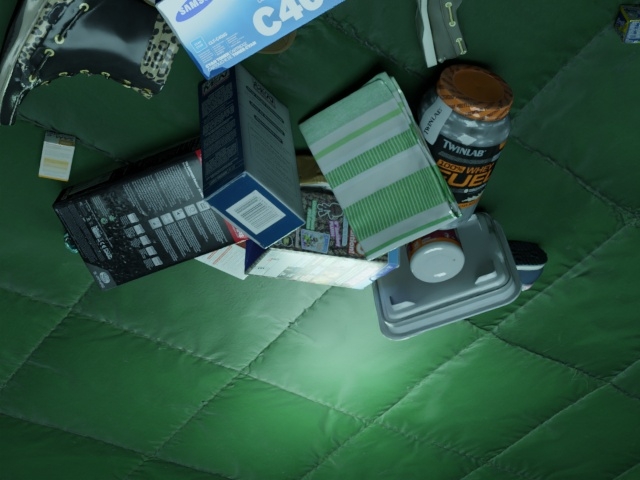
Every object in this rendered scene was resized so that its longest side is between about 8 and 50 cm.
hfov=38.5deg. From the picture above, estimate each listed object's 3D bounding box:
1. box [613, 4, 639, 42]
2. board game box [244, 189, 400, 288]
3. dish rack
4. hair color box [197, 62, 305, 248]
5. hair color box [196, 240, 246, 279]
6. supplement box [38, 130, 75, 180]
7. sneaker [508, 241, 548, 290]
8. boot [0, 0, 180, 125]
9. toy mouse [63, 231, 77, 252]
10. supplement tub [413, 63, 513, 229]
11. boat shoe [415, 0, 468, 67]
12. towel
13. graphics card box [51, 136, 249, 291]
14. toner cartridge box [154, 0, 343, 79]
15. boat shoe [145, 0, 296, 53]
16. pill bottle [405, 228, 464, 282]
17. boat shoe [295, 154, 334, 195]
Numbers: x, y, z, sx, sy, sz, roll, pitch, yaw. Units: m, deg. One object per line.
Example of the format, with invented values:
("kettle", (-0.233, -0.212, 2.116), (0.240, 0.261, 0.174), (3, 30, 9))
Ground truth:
("box", (0.674, -0.428, 1.812), (0.169, 0.059, 0.054), (-1, 137, -7))
("board game box", (0.000, 0.000, 2.023), (0.291, 0.141, 0.232), (8, 162, -17))
("dish rack", (0.269, 0.063, 2.092), (0.332, 0.285, 0.072), (-19, 131, 10))
("hair color box", (-0.136, -0.170, 1.744), (0.105, 0.347, 0.174), (-31, 131, 21))
("hair color box", (-0.223, 0.019, 2.136), (0.167, 0.053, 0.093), (26, 128, -32))
("supplement box", (-0.546, -0.174, 1.900), (0.062, 0.036, 0.098), (10, 133, -18))
("sneaker", (0.392, 0.077, 2.247), (0.319, 0.112, 0.131), (4, 132, -11))
("boot", (-0.438, -0.329, 1.696), (0.284, 0.138, 0.377), (18, 125, -24))
("toy mouse", (-0.525, -0.016, 2.068), (0.161, 0.031, 0.143), (-35, 130, 25))
("supplement tub", (0.272, -0.192, 1.896), (0.193, 0.194, 0.316), (4, 134, -13))
("boat shoe", (0.218, -0.452, 1.687), (0.091, 0.109, 0.305), (-13, 142, 4))
("towel", (0.116, -0.144, 1.855), (0.248, 0.038, 0.325), (-28, 89, 33))
("graphics card box", (-0.352, -0.057, 1.963), (0.371, 0.094, 0.233), (-21, 116, 10))
("toner cartridge box", (-0.092, -0.433, 1.561), (0.347, 0.075, 0.165), (-29, 123, 10))
("boat shoe", (-0.185, -0.431, 1.654), (0.302, 0.098, 0.109), (17, 117, -21))
("pill bottle", (0.241, -0.024, 2.041), (0.121, 0.221, 0.121), (-4, 136, -4))
("boat shoe", (0.015, -0.138, 1.992), (0.277, 0.098, 0.096), (-2, 155, -4))
